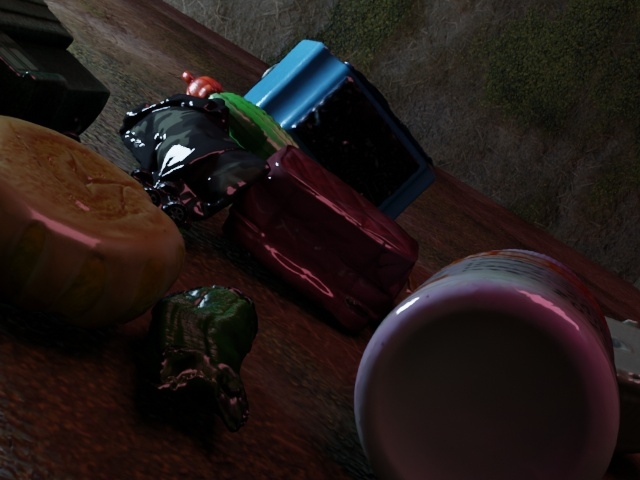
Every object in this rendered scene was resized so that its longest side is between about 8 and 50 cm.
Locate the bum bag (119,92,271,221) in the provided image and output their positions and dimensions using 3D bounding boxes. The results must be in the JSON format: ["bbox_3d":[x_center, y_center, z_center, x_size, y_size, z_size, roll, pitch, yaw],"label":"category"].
[{"bbox_3d":[-0.156,-0.104,1.238,0.340,0.144,0.095,-126,-162,-61],"label":"bum bag"}]

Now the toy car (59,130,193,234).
[{"bbox_3d":[-0.209,-0.048,1.029,0.165,0.062,0.071,28,13,-26],"label":"toy car"}]

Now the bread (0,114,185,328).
[{"bbox_3d":[-0.211,-0.011,0.789,0.213,0.104,0.213,33,16,-10],"label":"bread"}]

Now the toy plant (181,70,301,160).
[{"bbox_3d":[-0.110,-0.154,1.431,0.240,0.088,0.154,46,0,-5],"label":"toy plant"}]

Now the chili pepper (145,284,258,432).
[{"bbox_3d":[-0.096,0.087,0.811,0.098,0.061,0.224,37,13,-8],"label":"chili pepper"}]

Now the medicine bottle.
[{"bbox_3d":[0.176,0.121,0.994,0.219,0.219,0.388,36,13,10],"label":"medicine bottle"}]

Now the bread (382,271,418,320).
[{"bbox_3d":[0.099,0.073,1.293,0.214,0.053,0.073,-103,167,-48],"label":"bread"}]

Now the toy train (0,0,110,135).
[{"bbox_3d":[-0.332,-0.168,1.048,0.178,0.138,0.330,43,10,1],"label":"toy train"}]

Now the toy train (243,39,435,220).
[{"bbox_3d":[0.022,-0.158,1.607,0.300,0.188,0.265,47,-5,-23],"label":"toy train"}]

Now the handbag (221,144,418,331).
[{"bbox_3d":[0.000,0.000,1.220,0.225,0.135,0.146,37,12,-5],"label":"handbag"}]

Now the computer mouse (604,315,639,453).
[{"bbox_3d":[0.336,0.181,1.363,0.429,0.145,0.228,18,23,-13],"label":"computer mouse"}]
